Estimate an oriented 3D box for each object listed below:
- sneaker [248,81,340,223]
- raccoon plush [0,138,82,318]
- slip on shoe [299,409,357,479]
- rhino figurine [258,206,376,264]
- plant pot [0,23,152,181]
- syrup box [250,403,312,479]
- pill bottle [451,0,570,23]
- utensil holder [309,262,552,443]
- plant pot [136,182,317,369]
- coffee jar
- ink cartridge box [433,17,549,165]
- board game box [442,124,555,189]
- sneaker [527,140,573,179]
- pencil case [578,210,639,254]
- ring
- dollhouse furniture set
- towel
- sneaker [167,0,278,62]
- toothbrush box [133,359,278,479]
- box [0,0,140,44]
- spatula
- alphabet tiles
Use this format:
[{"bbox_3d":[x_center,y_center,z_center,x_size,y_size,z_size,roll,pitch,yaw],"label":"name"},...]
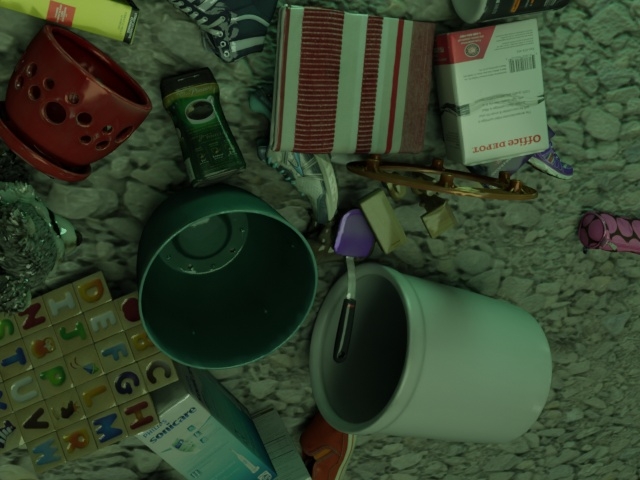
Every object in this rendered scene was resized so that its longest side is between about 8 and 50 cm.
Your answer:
[{"bbox_3d":[-0.050,-0.153,1.359,0.122,0.110,0.283,-19,113,-6],"label":"sneaker"},{"bbox_3d":[-0.578,0.005,1.089,0.446,0.299,0.216,-16,121,-14],"label":"raccoon plush"},{"bbox_3d":[0.009,0.438,1.683,0.101,0.123,0.331,2,120,-20],"label":"slip on shoe"},{"bbox_3d":[0.000,0.000,1.469,0.243,0.073,0.106,-4,116,-19],"label":"rhino figurine"},{"bbox_3d":[-0.377,-0.196,1.136,0.174,0.191,0.191,-47,124,9],"label":"plant pot"},{"bbox_3d":[-0.090,0.457,1.572,0.096,0.237,0.093,-23,122,-12],"label":"syrup box"},{"bbox_3d":[0.362,-0.464,1.343,0.246,0.130,0.130,-14,121,-17],"label":"pill bottle"},{"bbox_3d":[0.225,0.240,1.544,0.385,0.327,0.327,14,110,-30],"label":"utensil holder"},{"bbox_3d":[-0.179,0.033,1.311,0.293,0.235,0.293,-9,119,-17],"label":"plant pot"},{"bbox_3d":[-0.193,-0.185,1.242,0.096,0.079,0.184,-18,88,-16],"label":"coffee jar"},{"bbox_3d":[0.310,-0.270,1.396,0.172,0.100,0.237,-12,104,-9],"label":"ink cartridge box"},{"bbox_3d":[0.350,-0.202,1.498,0.170,0.048,0.141,-44,101,3],"label":"board game box"},{"bbox_3d":[0.468,-0.177,1.580,0.170,0.068,0.071,23,99,-30],"label":"sneaker"},{"bbox_3d":[0.690,-0.008,1.743,0.209,0.098,0.095,5,114,-26],"label":"pencil case"},{"bbox_3d":[0.213,-0.118,1.344,0.337,0.336,0.032,2,103,-24],"label":"ring"},{"bbox_3d":[0.148,-0.064,1.469,0.151,0.123,0.144,-32,112,-7],"label":"dollhouse furniture set"},{"bbox_3d":[0.059,-0.266,1.304,0.329,0.037,0.237,-5,105,-36],"label":"towel"},{"bbox_3d":[-0.199,-0.364,1.176,0.282,0.099,0.153,3,113,-28],"label":"sneaker"},{"bbox_3d":[-0.237,0.346,1.465,0.126,0.216,0.295,-37,125,-2],"label":"toothbrush box"},{"bbox_3d":[-0.387,-0.351,1.111,0.232,0.087,0.058,11,111,-29],"label":"box"},{"bbox_3d":[0.055,0.087,1.447,0.084,0.030,0.296,7,91,-28],"label":"spatula"},{"bbox_3d":[-0.430,0.224,1.311,0.343,0.011,0.285,-23,82,1],"label":"alphabet tiles"}]
